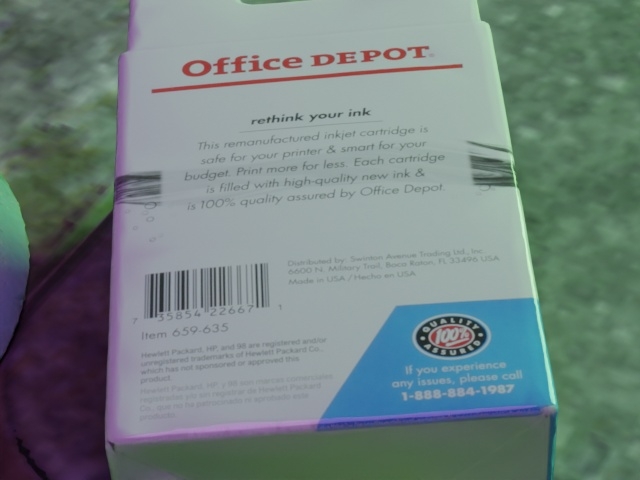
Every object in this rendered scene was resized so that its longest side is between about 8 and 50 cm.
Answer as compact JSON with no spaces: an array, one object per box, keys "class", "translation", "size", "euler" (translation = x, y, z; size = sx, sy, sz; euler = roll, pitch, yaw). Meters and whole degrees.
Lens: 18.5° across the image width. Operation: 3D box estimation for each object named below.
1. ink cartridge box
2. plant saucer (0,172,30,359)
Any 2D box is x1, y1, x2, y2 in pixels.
[{"class":"ink cartridge box","translation":[0.000,0.000,0.522],"size":[0.104,0.060,0.180],"euler":[-4,44,1]},{"class":"plant saucer","translation":[-0.181,0.005,0.550],"size":[0.195,0.037,0.195],"euler":[-3,44,3]}]
